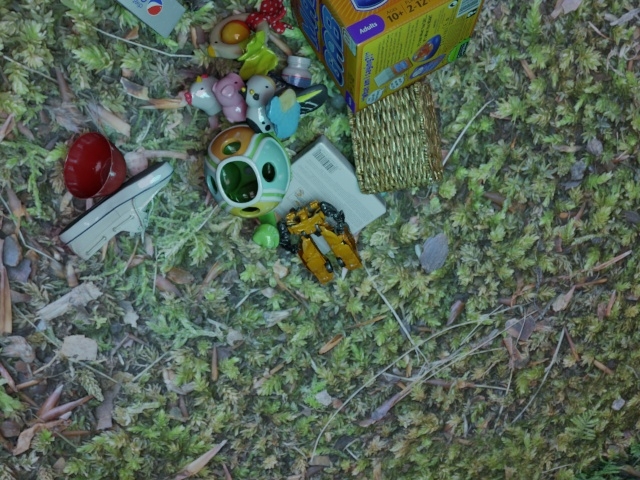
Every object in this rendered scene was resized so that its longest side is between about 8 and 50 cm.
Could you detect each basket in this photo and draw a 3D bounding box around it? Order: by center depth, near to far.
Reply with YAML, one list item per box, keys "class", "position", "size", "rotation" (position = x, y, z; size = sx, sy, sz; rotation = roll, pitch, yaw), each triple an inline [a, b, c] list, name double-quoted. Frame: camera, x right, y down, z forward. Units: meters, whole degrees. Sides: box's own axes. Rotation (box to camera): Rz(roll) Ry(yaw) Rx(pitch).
- class: "basket"
  position: [0.223, -0.299, 1.926]
  size: [0.222, 0.213, 0.299]
  rotation: [-8, 97, 23]

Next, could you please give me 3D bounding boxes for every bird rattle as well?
- class: "bird rattle"
  position: [-0.193, -0.554, 1.746]
  size: [0.206, 0.143, 0.254]
  rotation: [4, 64, 13]

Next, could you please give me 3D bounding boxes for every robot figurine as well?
- class: "robot figurine"
  position: [0.000, 0.000, 1.951]
  size: [0.211, 0.085, 0.291]
  rotation: [-26, 127, 10]

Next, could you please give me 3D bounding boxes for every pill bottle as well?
- class: "pill bottle"
  position: [-0.072, -0.434, 1.856]
  size: [0.087, 0.087, 0.160]
  rotation: [6, 104, -17]

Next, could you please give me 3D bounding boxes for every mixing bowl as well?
- class: "mixing bowl"
  position: [-0.587, -0.190, 1.763]
  size: [0.182, 0.181, 0.098]
  rotation: [-62, 151, 7]

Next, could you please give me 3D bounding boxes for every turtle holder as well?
- class: "turtle holder"
  position: [-0.207, -0.152, 1.803]
  size: [0.243, 0.227, 0.321]
  rotation: [11, 108, -1]

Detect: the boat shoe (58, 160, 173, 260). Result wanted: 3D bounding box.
- class: "boat shoe"
  position: [-0.529, -0.063, 1.815]
  size: [0.367, 0.136, 0.156]
  rotation: [-36, 111, 1]

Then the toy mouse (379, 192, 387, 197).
- class: "toy mouse"
  position: [0.164, -0.170, 2.023]
  size: [0.143, 0.031, 0.161]
  rotation: [-20, 109, -9]

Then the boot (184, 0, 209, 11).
- class: "boot"
  position: [-0.367, -0.706, 1.704]
  size: [0.262, 0.091, 0.229]
  rotation: [-18, 118, -2]

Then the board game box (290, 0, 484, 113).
- class: "board game box"
  position: [0.152, -0.611, 1.652]
  size: [0.356, 0.356, 0.356]
  rotation: [-29, 77, -6]

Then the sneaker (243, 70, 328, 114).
- class: "sneaker"
  position: [-0.116, -0.399, 1.775]
  size: [0.299, 0.111, 0.121]
  rotation: [-1, 92, 30]

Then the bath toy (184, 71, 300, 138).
- class: "bath toy"
  position: [-0.218, -0.365, 1.708]
  size: [0.129, 0.348, 0.152]
  rotation: [-16, 120, -50]

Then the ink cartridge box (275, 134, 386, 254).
- class: "ink cartridge box"
  position: [0.007, -0.129, 1.977]
  size: [0.261, 0.066, 0.296]
  rotation: [-35, 113, 24]

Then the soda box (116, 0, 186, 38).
- class: "soda box"
  position: [-0.464, -0.618, 1.613]
  size: [0.098, 0.091, 0.286]
  rotation: [-54, 152, 5]
